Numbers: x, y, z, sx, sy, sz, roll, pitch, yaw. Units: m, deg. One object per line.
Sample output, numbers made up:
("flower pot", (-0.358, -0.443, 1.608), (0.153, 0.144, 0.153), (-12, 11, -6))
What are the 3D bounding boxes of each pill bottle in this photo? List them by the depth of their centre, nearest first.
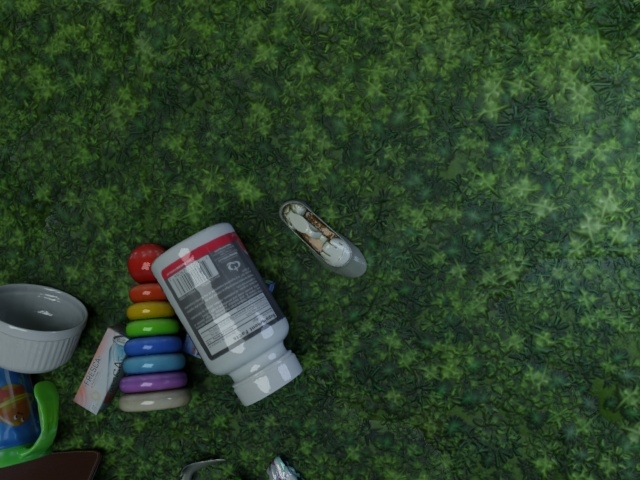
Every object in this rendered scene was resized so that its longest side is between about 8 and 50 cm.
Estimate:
("pill bottle", (-0.168, 0.141, 1.307), (0.176, 0.176, 0.319), (-31, 88, 10))

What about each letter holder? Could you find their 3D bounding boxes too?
("letter holder", (-0.598, 0.581, 1.475), (0.301, 0.214, 0.152), (-10, 124, 11))

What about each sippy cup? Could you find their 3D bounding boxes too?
("sippy cup", (-0.690, 0.353, 1.437), (0.305, 0.240, 0.224), (-9, 81, -14))

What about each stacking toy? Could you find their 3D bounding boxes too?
("stacking toy", (-0.339, 0.168, 1.388), (0.141, 0.141, 0.331), (-7, 82, 10))

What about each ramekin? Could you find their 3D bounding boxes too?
("ramekin", (-0.589, 0.180, 1.411), (0.207, 0.207, 0.109), (22, 106, 8))

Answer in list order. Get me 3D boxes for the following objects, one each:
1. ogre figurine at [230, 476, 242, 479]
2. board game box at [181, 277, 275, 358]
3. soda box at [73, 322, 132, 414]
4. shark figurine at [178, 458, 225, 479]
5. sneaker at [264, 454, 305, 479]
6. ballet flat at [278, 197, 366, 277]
("ogre figurine", (-0.177, 0.591, 1.401), (0.118, 0.197, 0.096), (35, 141, -29))
("board game box", (-0.189, 0.157, 1.420), (0.136, 0.035, 0.201), (21, 97, 8))
("soda box", (-0.447, 0.270, 1.461), (0.062, 0.058, 0.183), (28, 98, 7))
("shark figurine", (-0.269, 0.585, 1.447), (0.116, 0.166, 0.279), (14, 78, -16))
("sneaker", (-0.075, 0.497, 1.423), (0.069, 0.038, 0.098), (-43, 76, 11))
("ballet flat", (0.000, 0.000, 1.361), (0.213, 0.068, 0.072), (42, 99, 5))
